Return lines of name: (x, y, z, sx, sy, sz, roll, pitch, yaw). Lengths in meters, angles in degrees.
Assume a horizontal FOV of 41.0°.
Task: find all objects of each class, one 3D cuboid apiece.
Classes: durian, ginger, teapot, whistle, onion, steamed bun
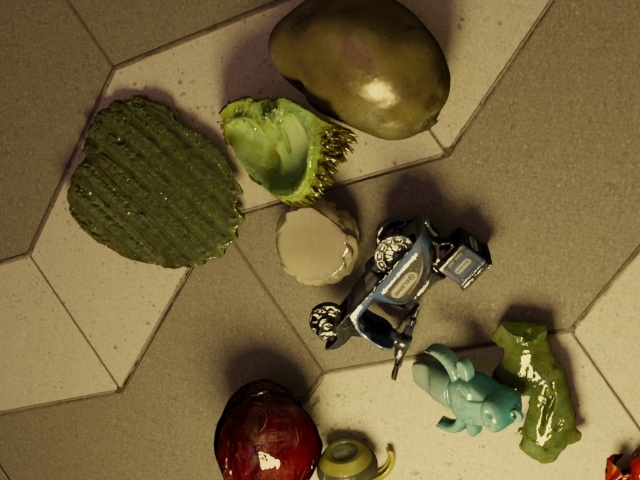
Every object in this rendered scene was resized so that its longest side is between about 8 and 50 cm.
durian: (-0.081, -0.175, 1.620, 0.394, 0.198, 0.163, 18, 78, 51)
ginger: (0.400, 0.282, 1.609, 0.137, 0.089, 0.290, -23, 99, 12)
teapot: (0.076, 0.482, 1.790, 0.165, 0.130, 0.119, -14, 115, -5)
whistle: (0.274, 0.287, 1.619, 0.274, 0.093, 0.186, 16, 124, 51)
onion: (-0.116, 0.405, 1.771, 0.221, 0.281, 0.281, -6, 104, -17)
steamed bun: (0.000, 0.000, 1.700, 0.182, 0.106, 0.183, 6, 109, 17)

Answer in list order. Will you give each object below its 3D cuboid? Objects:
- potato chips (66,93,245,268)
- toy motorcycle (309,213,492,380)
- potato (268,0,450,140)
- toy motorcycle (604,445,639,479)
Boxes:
potato chips: (-0.359, -0.107, 1.851, 0.429, 0.070, 0.358, 39, 113, 10)
toy motorcycle: (0.143, 0.106, 1.634, 0.212, 0.125, 0.358, 34, 115, -12)
potato: (0.076, -0.317, 1.509, 0.326, 0.221, 0.243, 28, 145, 15)
toy motorcycle: (0.623, 0.421, 1.540, 0.171, 0.089, 0.298, 46, 116, 8)
